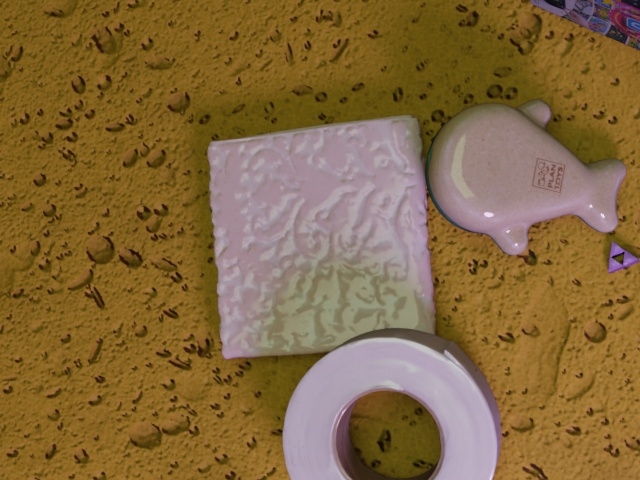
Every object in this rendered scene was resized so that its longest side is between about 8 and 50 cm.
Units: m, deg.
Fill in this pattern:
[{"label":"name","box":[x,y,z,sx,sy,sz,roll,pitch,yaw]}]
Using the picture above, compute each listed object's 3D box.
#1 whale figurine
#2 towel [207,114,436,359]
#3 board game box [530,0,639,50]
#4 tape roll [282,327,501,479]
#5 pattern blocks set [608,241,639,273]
[{"label":"whale figurine","box":[0.274,-0.084,1.578,0.272,0.141,0.216,10,84,-9]},{"label":"towel","box":[0.000,0.000,1.655,0.317,0.053,0.331,-6,81,13]},{"label":"board game box","box":[0.423,-0.332,1.514,0.303,0.224,0.097,28,88,17]},{"label":"tape roll","box":[0.098,0.260,1.538,0.286,0.100,0.286,1,93,13]},{"label":"pattern blocks set","box":[0.543,0.057,1.525,0.325,0.026,0.285,24,88,16]}]
